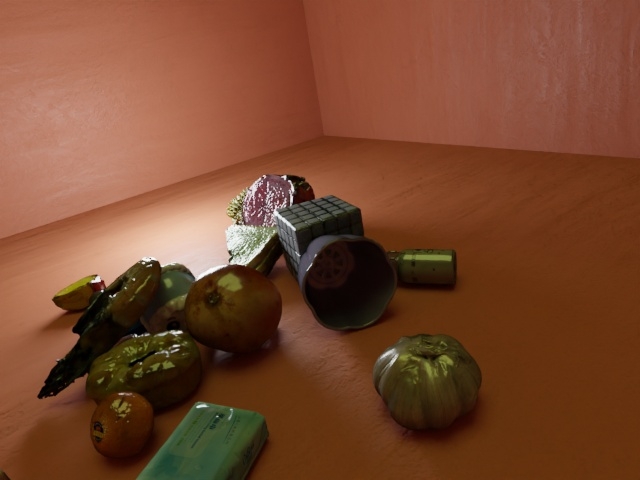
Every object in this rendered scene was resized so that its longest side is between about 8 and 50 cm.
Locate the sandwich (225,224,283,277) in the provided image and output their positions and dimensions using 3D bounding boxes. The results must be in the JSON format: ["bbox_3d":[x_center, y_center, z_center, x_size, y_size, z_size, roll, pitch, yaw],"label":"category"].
[{"bbox_3d":[-0.277,0.042,1.664,0.288,0.100,0.254,5,44,35],"label":"sandwich"}]

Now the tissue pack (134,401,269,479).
[{"bbox_3d":[-0.230,0.425,0.853,0.177,0.089,0.263,1,26,21],"label":"tissue pack"}]

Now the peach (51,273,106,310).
[{"bbox_3d":[-0.849,0.195,1.634,0.172,0.092,0.127,-34,26,-22],"label":"peach"}]

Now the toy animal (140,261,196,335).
[{"bbox_3d":[-0.433,0.178,1.359,0.208,0.156,0.204,-26,56,-29],"label":"toy animal"}]

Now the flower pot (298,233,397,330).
[{"bbox_3d":[0.056,0.091,1.315,0.265,0.265,0.243,-14,16,-9],"label":"flower pot"}]

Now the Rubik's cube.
[{"bbox_3d":[0.000,0.000,1.546,0.237,0.237,0.238,-19,24,-16],"label":"Rubik's cube"}]

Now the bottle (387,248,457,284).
[{"bbox_3d":[0.294,0.080,1.405,0.233,0.110,0.110,0,25,22],"label":"bottle"}]

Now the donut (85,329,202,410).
[{"bbox_3d":[-0.423,0.320,1.122,0.261,0.128,0.208,-12,22,-5],"label":"donut"}]

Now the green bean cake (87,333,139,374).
[{"bbox_3d":[-0.558,0.325,1.256,0.135,0.056,0.135,-16,24,-15],"label":"green bean cake"}]

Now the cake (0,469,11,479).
[{"bbox_3d":[-0.676,0.511,0.890,0.065,0.052,0.121,2,26,14],"label":"cake"}]

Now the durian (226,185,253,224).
[{"bbox_3d":[-0.350,-0.158,2.209,0.172,0.166,0.306,-34,7,25],"label":"durian"}]

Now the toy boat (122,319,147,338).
[{"bbox_3d":[-0.548,0.217,1.447,0.129,0.088,0.295,39,43,7],"label":"toy boat"}]

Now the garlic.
[{"bbox_3d":[0.217,0.274,0.940,0.228,0.152,0.228,-15,24,7],"label":"garlic"}]

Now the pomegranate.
[{"bbox_3d":[-0.222,0.187,1.239,0.252,0.229,0.270,0,-18,25],"label":"pomegranate"}]

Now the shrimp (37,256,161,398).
[{"bbox_3d":[-0.597,0.220,1.235,0.272,0.085,0.445,9,59,50],"label":"shrimp"}]

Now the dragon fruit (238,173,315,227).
[{"bbox_3d":[-0.127,-0.109,1.872,0.314,0.296,0.263,4,-7,36],"label":"dragon fruit"}]

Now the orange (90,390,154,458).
[{"bbox_3d":[-0.414,0.386,0.970,0.135,0.135,0.117,13,9,43],"label":"orange"}]

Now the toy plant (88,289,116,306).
[{"bbox_3d":[-0.662,0.235,1.466,0.200,0.105,0.143,36,27,34],"label":"toy plant"}]
